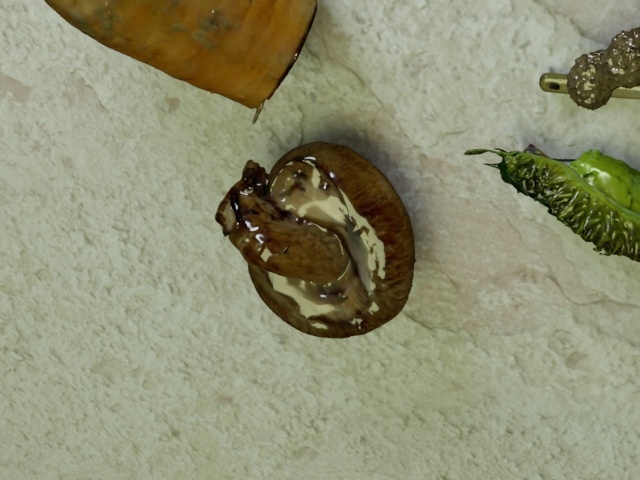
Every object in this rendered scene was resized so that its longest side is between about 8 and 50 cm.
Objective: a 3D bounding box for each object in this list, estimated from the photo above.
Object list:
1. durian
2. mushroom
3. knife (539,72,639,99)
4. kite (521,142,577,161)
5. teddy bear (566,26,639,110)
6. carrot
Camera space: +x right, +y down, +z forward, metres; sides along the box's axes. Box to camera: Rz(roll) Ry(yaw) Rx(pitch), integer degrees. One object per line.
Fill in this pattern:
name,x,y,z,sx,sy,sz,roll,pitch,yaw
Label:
durian,0.357,-0.043,1.495,0.375,0.132,0.106,32,145,-6
mushroom,-0.004,-0.010,1.648,0.283,0.195,0.263,29,126,-19
knife,0.413,-0.170,1.442,0.297,0.017,0.047,7,127,16
kite,0.294,-0.101,1.562,0.078,0.002,0.044,21,131,12
teddy bear,0.421,-0.193,1.351,0.251,0.129,0.182,19,168,-5
carrot,-0.177,-0.315,1.438,0.340,0.224,0.224,27,135,-22
